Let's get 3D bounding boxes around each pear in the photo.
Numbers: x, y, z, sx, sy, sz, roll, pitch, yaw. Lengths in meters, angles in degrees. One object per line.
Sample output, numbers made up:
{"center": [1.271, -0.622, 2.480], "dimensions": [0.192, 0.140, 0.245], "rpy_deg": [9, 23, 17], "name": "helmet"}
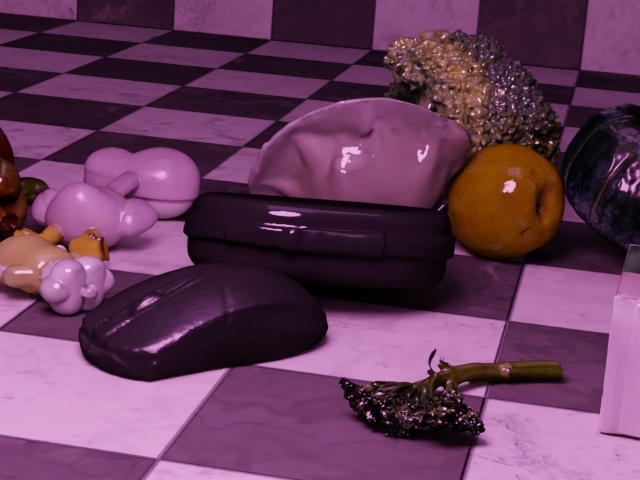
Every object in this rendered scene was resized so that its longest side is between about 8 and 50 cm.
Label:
{"center": [0.232, -0.049, 1.939], "dimensions": [0.149, 0.148, 0.162], "rpy_deg": [-7, 5, -34], "name": "pear"}

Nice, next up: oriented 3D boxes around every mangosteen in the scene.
{"center": [-0.437, -0.070, 1.834], "dimensions": [0.200, 0.200, 0.200], "rpy_deg": [4, 15, -1], "name": "mangosteen"}

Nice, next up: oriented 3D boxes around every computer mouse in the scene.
{"center": [-0.112, 0.069, 1.531], "dimensions": [0.270, 0.086, 0.137], "rpy_deg": [-8, 19, -33], "name": "computer mouse"}

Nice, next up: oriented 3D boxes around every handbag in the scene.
{"center": [0.000, 0.001, 1.716], "dimensions": [0.308, 0.093, 0.254], "rpy_deg": [4, 4, -12], "name": "handbag"}

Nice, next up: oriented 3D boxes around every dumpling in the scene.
{"center": [0.046, -0.077, 1.889], "dimensions": [0.293, 0.163, 0.204], "rpy_deg": [-15, -6, 15], "name": "dumpling"}

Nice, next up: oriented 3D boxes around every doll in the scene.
{"center": [-0.260, -0.055, 1.931], "dimensions": [0.160, 0.094, 0.365], "rpy_deg": [5, 15, 13], "name": "doll"}
{"center": [-0.294, 0.035, 1.650], "dimensions": [0.106, 0.062, 0.162], "rpy_deg": [-16, 25, -42], "name": "doll"}

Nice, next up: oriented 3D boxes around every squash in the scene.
{"center": [0.426, -0.067, 1.944], "dimensions": [0.252, 0.165, 0.252], "rpy_deg": [29, 17, -10], "name": "squash"}

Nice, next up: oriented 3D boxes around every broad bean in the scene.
{"center": [-0.464, -0.061, 2.001], "dimensions": [0.227, 0.039, 0.069], "rpy_deg": [-2, 11, -20], "name": "broad bean"}

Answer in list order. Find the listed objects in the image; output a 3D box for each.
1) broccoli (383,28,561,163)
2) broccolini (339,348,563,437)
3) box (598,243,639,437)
{"center": [0.164, -0.171, 2.150], "dimensions": [0.302, 0.249, 0.375], "rpy_deg": [-5, 6, -20], "name": "broccoli"}
{"center": [0.152, 0.139, 1.422], "dimensions": [0.271, 0.062, 0.123], "rpy_deg": [-6, 28, -41], "name": "broccolini"}
{"center": [0.317, 0.094, 1.456], "dimensions": [0.081, 0.135, 0.199], "rpy_deg": [9, 17, 15], "name": "box"}
